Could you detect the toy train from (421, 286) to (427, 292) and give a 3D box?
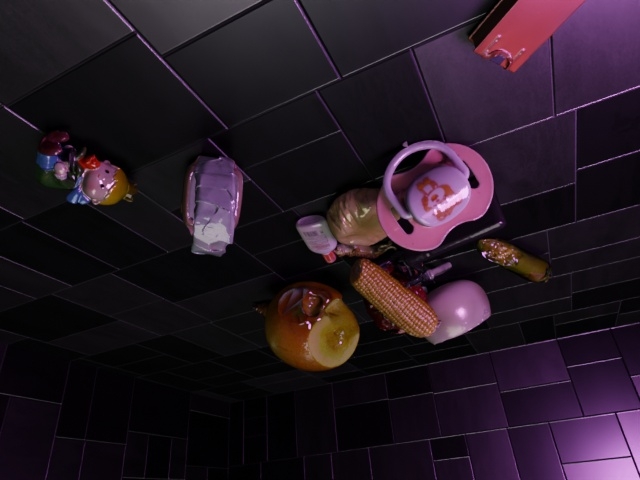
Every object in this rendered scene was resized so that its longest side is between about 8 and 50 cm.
[{"bbox_3d":[0.436,0.234,2.066,0.053,0.033,0.083,13,145,-33],"label":"toy train"}]

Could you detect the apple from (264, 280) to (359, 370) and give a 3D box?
[{"bbox_3d":[-0.035,0.334,1.860,0.383,0.375,0.374,-2,149,5],"label":"apple"}]

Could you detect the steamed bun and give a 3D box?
[{"bbox_3d":[0.555,0.294,1.974,0.324,0.206,0.324,-27,170,-5],"label":"steamed bun"}]

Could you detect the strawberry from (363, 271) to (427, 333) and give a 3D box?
[{"bbox_3d":[0.311,0.240,1.885,0.274,0.220,0.274,6,116,14],"label":"strawberry"}]

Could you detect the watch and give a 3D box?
[{"bbox_3d":[-0.276,-0.089,1.162,0.161,0.254,0.241,4,-174,-13],"label":"watch"}]

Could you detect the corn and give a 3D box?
[{"bbox_3d":[0.267,0.218,1.687,0.387,0.144,0.144,36,139,-5],"label":"corn"}]

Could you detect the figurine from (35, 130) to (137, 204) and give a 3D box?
[{"bbox_3d":[-0.583,-0.174,1.168,0.234,0.127,0.185,19,135,-18],"label":"figurine"}]

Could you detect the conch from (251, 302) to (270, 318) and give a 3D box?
[{"bbox_3d":[-0.197,0.329,2.079,0.232,0.086,0.080,12,146,-23],"label":"conch"}]

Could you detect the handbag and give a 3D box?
[{"bbox_3d":[0.407,-0.441,0.918,0.127,0.063,0.190,12,141,-27],"label":"handbag"}]

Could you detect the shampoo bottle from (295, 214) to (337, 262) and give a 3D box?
[{"bbox_3d":[0.000,0.000,1.565,0.108,0.051,0.221,-10,140,17],"label":"shampoo bottle"}]

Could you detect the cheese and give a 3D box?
[{"bbox_3d":[0.140,-0.077,1.437,0.225,0.117,0.214,7,144,-29],"label":"cheese"}]

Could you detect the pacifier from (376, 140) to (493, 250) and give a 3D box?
[{"bbox_3d":[0.313,-0.120,1.280,0.332,0.220,0.273,-35,144,5],"label":"pacifier"}]

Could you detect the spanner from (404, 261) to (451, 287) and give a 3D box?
[{"bbox_3d":[0.409,0.137,1.763,0.095,0.040,0.324,-33,168,38],"label":"spanner"}]

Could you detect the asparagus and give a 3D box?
[{"bbox_3d":[0.747,0.074,1.768,0.381,0.128,0.108,21,104,-34],"label":"asparagus"}]

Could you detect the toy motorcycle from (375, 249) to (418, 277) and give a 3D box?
[{"bbox_3d":[0.301,0.095,1.733,0.213,0.122,0.082,-18,115,21],"label":"toy motorcycle"}]

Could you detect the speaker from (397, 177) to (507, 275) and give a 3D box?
[{"bbox_3d":[0.419,-0.032,1.497,0.388,0.180,0.184,-28,149,35],"label":"speaker"}]

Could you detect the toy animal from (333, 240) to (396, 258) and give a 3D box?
[{"bbox_3d":[0.161,0.029,1.672,0.241,0.057,0.099,5,154,-19],"label":"toy animal"}]
